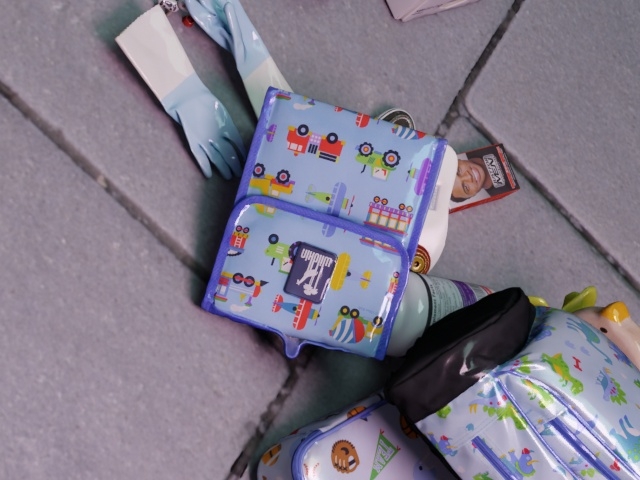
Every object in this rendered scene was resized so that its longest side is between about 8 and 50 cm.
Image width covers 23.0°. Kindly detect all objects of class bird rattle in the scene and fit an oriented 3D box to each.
[{"bbox_3d":[0.328,0.176,1.914,0.143,0.207,0.253,-12,78,-35],"label":"bird rattle"}]

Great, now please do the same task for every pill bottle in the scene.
[{"bbox_3d":[0.126,0.096,1.956,0.193,0.108,0.108,12,65,-32],"label":"pill bottle"}]

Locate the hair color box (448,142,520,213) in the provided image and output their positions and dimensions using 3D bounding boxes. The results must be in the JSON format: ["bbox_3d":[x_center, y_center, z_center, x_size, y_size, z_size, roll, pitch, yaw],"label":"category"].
[{"bbox_3d":[0.198,-0.081,2.125,0.141,0.043,0.072,-17,83,-39],"label":"hair color box"}]

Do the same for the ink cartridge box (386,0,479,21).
[{"bbox_3d":[0.147,-0.463,2.199,0.197,0.114,0.273,-21,85,-40],"label":"ink cartridge box"}]

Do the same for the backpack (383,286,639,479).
[{"bbox_3d":[0.272,0.228,1.754,0.355,0.273,0.290,62,21,-1],"label":"backpack"}]

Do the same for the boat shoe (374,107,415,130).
[{"bbox_3d":[0.084,-0.091,2.026,0.078,0.070,0.219,37,53,-19],"label":"boat shoe"}]

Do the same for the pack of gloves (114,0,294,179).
[{"bbox_3d":[-0.116,-0.201,1.912,0.195,0.046,0.232,-47,113,-38],"label":"pack of gloves"}]

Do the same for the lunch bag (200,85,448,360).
[{"bbox_3d":[0.000,0.000,1.852,0.221,0.138,0.293,17,76,1],"label":"lunch bag"}]

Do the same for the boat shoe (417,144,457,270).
[{"bbox_3d":[0.128,-0.036,2.037,0.066,0.063,0.184,9,87,-9],"label":"boat shoe"}]

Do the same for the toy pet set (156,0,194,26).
[{"bbox_3d":[-0.183,-0.344,1.938,0.114,0.065,0.122,19,61,-29],"label":"toy pet set"}]

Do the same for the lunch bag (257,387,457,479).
[{"bbox_3d":[0.086,0.301,1.841,0.303,0.115,0.243,-21,87,-39],"label":"lunch bag"}]

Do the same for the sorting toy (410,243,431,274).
[{"bbox_3d":[0.092,0.019,1.977,0.102,0.042,0.061,6,94,-10],"label":"sorting toy"}]
